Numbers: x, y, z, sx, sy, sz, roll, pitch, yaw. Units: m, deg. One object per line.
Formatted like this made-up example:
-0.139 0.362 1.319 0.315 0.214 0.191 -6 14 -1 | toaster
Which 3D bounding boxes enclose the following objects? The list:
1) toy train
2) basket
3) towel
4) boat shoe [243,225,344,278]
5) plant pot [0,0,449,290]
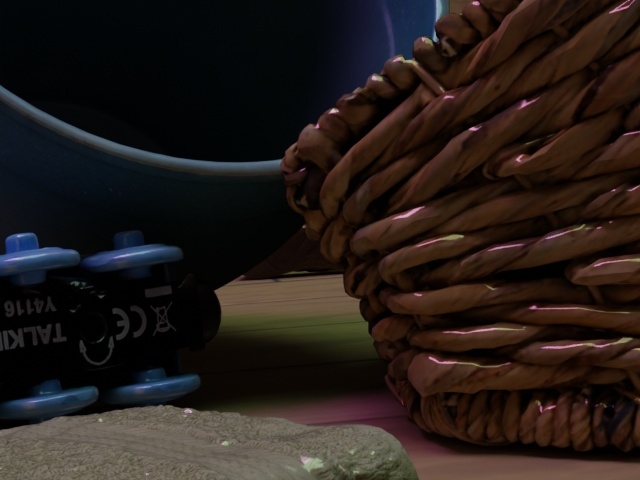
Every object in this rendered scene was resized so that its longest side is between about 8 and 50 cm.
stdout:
-0.130 0.040 0.527 0.184 0.080 0.105 -7 0 -43 | toy train
0.140 0.013 0.555 0.213 0.223 0.299 -37 -8 21 | basket
-0.056 0.069 0.380 0.110 0.027 0.148 -8 6 -42 | towel
0.000 0.000 1.128 0.152 0.056 0.049 -4 9 -3 | boat shoe
-0.107 -0.076 0.696 0.272 0.271 0.255 -6 -29 -27 | plant pot
